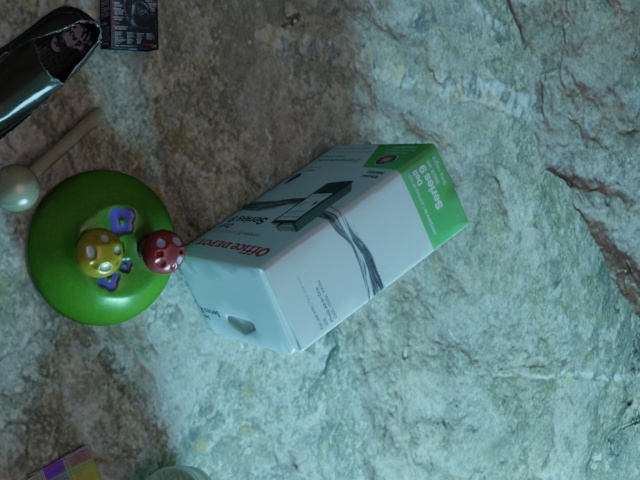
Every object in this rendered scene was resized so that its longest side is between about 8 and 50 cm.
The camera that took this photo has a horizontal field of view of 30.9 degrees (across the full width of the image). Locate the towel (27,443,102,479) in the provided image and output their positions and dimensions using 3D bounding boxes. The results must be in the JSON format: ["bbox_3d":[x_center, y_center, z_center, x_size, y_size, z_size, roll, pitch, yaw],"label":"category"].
[{"bbox_3d":[-0.296,0.280,1.347,0.083,0.009,0.060,-26,108,-30],"label":"towel"}]

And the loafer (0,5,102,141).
[{"bbox_3d":[-0.322,-0.181,1.257,0.080,0.078,0.220,50,66,-27],"label":"loafer"}]

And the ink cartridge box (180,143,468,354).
[{"bbox_3d":[0.000,0.000,1.413,0.289,0.211,0.121,-36,113,-28],"label":"ink cartridge box"}]

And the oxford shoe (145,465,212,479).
[{"bbox_3d":[-0.207,0.485,1.343,0.130,0.169,0.449,39,69,-54],"label":"oxford shoe"}]

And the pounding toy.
[{"bbox_3d":[-0.240,-0.011,1.307,0.183,0.110,0.237,-39,114,-27],"label":"pounding toy"}]

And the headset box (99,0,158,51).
[{"bbox_3d":[-0.223,-0.264,1.350,0.062,0.032,0.083,-5,95,-35],"label":"headset box"}]
